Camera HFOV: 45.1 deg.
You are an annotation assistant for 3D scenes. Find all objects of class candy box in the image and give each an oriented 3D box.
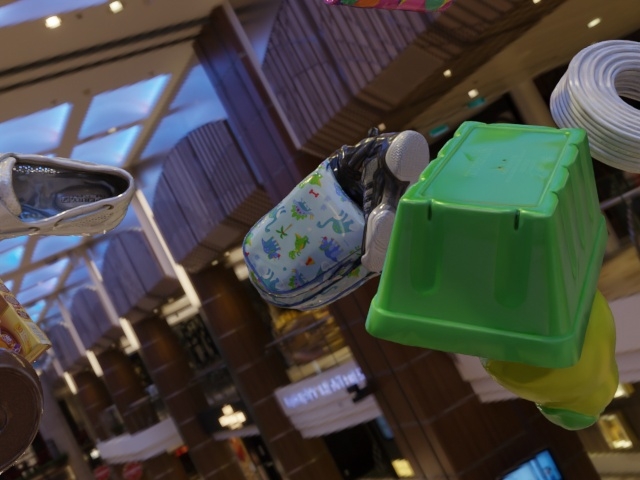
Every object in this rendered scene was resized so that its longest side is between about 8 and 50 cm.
[{"bbox_3d":[-0.591,0.159,1.407,0.109,0.186,0.053,-43,-14,-1],"label":"candy box"}]

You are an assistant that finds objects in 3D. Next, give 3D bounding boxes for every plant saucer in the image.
[{"bbox_3d":[-0.398,0.213,0.920,0.029,0.168,0.168,9,20,36],"label":"plant saucer"}]

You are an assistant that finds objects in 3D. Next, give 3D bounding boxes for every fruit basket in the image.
[{"bbox_3d":[0.245,0.066,0.992,0.283,0.391,0.392,8,12,23],"label":"fruit basket"}]

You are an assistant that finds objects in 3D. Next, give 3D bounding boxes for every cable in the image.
[{"bbox_3d":[0.508,-0.216,1.239,0.257,0.257,0.089,-11,-34,-15],"label":"cable"}]

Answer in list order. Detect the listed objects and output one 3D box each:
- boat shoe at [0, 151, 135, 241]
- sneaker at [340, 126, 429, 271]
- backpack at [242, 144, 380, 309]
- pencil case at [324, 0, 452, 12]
[{"bbox_3d":[-0.323,-0.048,0.770,0.277,0.098,0.096,-9,-12,-30],"label":"boat shoe"},{"bbox_3d":[0.105,-0.083,1.456,0.101,0.268,0.153,10,9,-41],"label":"sneaker"},{"bbox_3d":[0.000,0.000,1.722,0.355,0.290,0.273,-42,-19,27],"label":"backpack"},{"bbox_3d":[0.109,-0.415,1.209,0.236,0.104,0.104,-10,-12,-31],"label":"pencil case"}]
